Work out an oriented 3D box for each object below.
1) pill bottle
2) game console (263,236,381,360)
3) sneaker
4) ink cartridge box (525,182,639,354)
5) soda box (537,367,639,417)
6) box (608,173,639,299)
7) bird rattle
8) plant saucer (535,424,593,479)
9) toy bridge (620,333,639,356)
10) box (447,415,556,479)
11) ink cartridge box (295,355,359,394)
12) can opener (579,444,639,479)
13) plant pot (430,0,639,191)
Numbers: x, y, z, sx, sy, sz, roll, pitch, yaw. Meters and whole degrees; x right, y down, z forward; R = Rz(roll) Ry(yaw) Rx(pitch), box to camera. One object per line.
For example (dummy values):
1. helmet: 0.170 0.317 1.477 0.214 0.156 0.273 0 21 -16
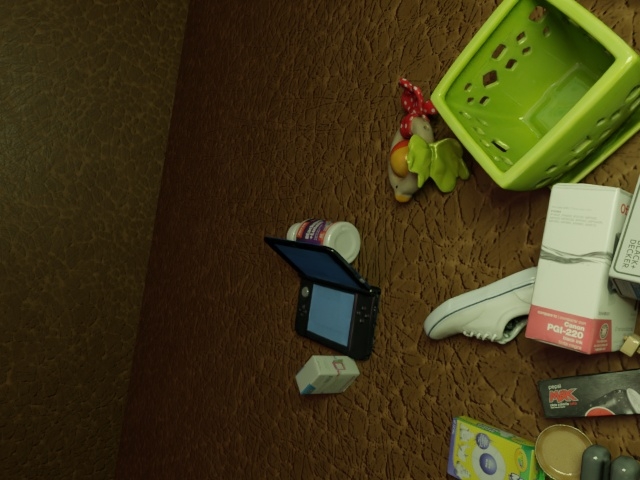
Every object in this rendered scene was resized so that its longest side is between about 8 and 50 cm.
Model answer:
1. pill bottle: 0.000 0.000 1.231 0.193 0.108 0.108 8 90 52
2. game console: -0.017 0.133 1.176 0.293 0.173 0.250 8 90 53
3. sneaker: 0.287 0.135 0.846 0.258 0.094 0.091 -38 51 41
4. ink cartridge box: 0.383 0.040 0.687 0.092 0.158 0.218 9 91 50
5. soda box: 0.409 0.222 0.707 0.169 0.053 0.060 -28 62 47
6. box: 0.497 0.011 0.523 0.289 0.087 0.169 13 75 43
7. bird rattle: 0.188 -0.198 1.020 0.207 0.143 0.254 120 143 -50
8. plant saucer: 0.374 0.325 0.745 0.083 0.015 0.084 -8 71 25
9. toy bridge: 0.478 0.177 0.614 0.188 0.063 0.026 38 114 38
10. box: 0.303 0.378 0.826 0.179 0.043 0.105 3 86 51
11. ink cartridge box: 0.017 0.314 1.142 0.089 0.122 0.052 -53 42 31
12. can opener: 0.377 0.435 0.673 0.076 0.095 0.284 9 97 52
13. plant pot: 0.348 -0.212 0.741 0.227 0.207 0.228 -51 47 33
